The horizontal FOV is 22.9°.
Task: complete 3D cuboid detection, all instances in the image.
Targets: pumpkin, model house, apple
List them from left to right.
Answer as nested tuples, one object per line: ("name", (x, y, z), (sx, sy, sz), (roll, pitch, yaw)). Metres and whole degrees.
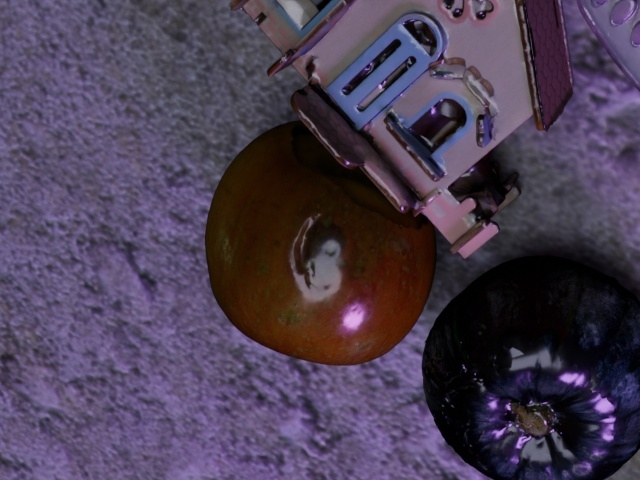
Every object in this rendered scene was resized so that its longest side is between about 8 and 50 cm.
("apple", (0.000, 0.000, 1.495), (0.237, 0.237, 0.207), (16, 110, 17))
("model house", (0.109, -0.178, 1.408), (0.244, 0.169, 0.326), (-40, 91, 29))
("pumpkin", (0.208, 0.127, 1.493), (0.233, 0.163, 0.233), (8, 123, 13))

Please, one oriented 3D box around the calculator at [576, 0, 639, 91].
("calculator", (0.357, -0.185, 1.371), (0.294, 0.043, 0.194), (47, 122, 4))
